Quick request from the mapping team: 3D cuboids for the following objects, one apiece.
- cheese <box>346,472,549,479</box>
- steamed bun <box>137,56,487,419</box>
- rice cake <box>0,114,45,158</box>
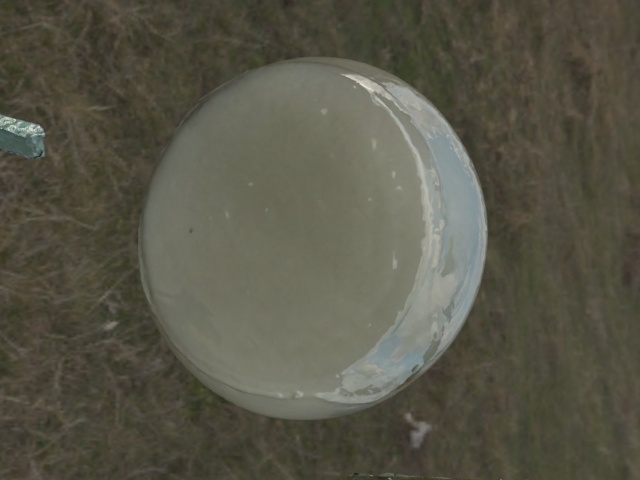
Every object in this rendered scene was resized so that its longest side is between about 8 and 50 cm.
[{"bbox_3d":[0.202,0.205,0.639,0.034,0.400,0.085,39,50,-62],"label":"cheese"},{"bbox_3d":[0.000,0.000,0.620,0.145,0.231,0.232,15,72,-67],"label":"steamed bun"},{"bbox_3d":[-0.444,-0.152,1.183,0.034,0.210,0.043,-69,177,-48],"label":"rice cake"}]
